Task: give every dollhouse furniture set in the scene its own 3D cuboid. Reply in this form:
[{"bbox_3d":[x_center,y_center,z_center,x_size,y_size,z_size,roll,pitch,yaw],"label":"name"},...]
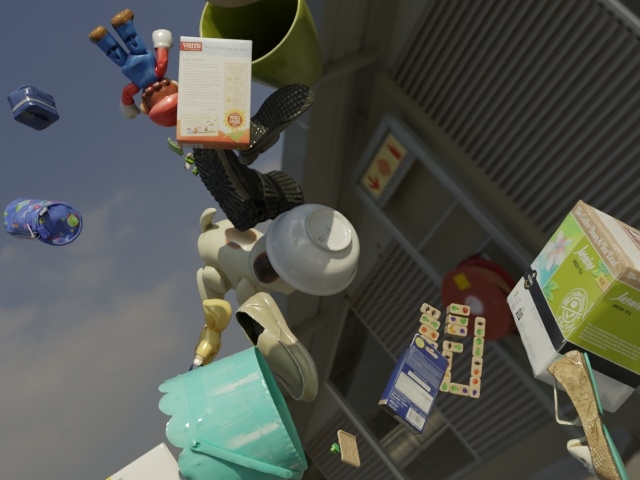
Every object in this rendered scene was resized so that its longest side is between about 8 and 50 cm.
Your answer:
[{"bbox_3d":[-0.484,-0.288,2.500,0.059,0.151,0.076,-59,-2,-14],"label":"dollhouse furniture set"}]

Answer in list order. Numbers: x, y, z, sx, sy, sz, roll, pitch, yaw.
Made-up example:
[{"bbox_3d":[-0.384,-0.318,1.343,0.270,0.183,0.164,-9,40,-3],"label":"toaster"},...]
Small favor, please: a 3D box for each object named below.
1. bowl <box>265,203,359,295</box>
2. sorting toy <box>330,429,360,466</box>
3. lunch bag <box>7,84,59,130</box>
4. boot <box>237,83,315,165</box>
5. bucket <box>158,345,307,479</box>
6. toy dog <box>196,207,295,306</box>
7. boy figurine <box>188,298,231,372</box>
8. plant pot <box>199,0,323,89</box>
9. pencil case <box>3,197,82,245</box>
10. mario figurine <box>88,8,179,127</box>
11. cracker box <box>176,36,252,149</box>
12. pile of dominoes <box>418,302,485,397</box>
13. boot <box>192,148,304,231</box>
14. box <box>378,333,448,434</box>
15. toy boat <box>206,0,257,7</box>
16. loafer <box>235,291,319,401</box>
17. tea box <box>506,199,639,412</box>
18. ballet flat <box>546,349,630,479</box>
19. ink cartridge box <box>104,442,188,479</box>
[{"bbox_3d":[0.000,0.000,2.071,0.297,0.298,0.134,-28,-16,-38],"label":"bowl"},{"bbox_3d":[0.045,0.401,1.385,0.012,0.062,0.083,-30,-45,27],"label":"sorting toy"},{"bbox_3d":[-0.602,-0.274,1.506,0.067,0.065,0.098,-30,-21,17],"label":"lunch bag"},{"bbox_3d":[-0.122,-0.294,1.814,0.246,0.083,0.161,-37,-7,-3],"label":"boot"},{"bbox_3d":[-0.151,0.337,1.280,0.183,0.281,0.281,-24,-17,-3],"label":"bucket"},{"bbox_3d":[-0.207,0.058,2.421,0.407,0.396,0.284,4,25,43],"label":"toy dog"},{"bbox_3d":[-0.327,0.301,1.989,0.177,0.092,0.285,-115,44,-83],"label":"boy figurine"},{"bbox_3d":[-0.115,-0.502,1.830,0.274,0.275,0.293,-43,-27,8],"label":"plant pot"},{"bbox_3d":[-0.766,-0.051,1.947,0.133,0.120,0.306,-33,25,-34],"label":"pencil case"},{"bbox_3d":[-0.473,-0.448,1.916,0.198,0.321,0.170,-10,34,37],"label":"mario figurine"},{"bbox_3d":[-0.229,-0.318,1.551,0.155,0.233,0.067,2,-7,-7],"label":"cracker box"},{"bbox_3d":[0.373,0.307,2.031,0.040,0.195,0.251,112,167,-71],"label":"pile of dominoes"},{"bbox_3d":[-0.221,-0.200,2.204,0.131,0.348,0.260,-31,-3,43],"label":"boot"},{"bbox_3d":[0.247,0.370,1.855,0.036,0.136,0.225,-26,27,53],"label":"box"},{"bbox_3d":[-0.098,-0.449,1.055,0.231,0.151,0.151,-23,1,-17],"label":"toy boat"},{"bbox_3d":[-0.100,0.236,1.528,0.092,0.269,0.102,-16,-31,-36],"label":"loafer"},{"bbox_3d":[0.627,0.141,1.623,0.324,0.219,0.329,-60,12,24],"label":"tea box"},{"bbox_3d":[0.365,0.257,0.985,0.067,0.206,0.073,-19,-13,18],"label":"ballet flat"},{"bbox_3d":[-0.358,0.493,1.260,0.278,0.117,0.201,-31,-17,-17],"label":"ink cartridge box"}]
